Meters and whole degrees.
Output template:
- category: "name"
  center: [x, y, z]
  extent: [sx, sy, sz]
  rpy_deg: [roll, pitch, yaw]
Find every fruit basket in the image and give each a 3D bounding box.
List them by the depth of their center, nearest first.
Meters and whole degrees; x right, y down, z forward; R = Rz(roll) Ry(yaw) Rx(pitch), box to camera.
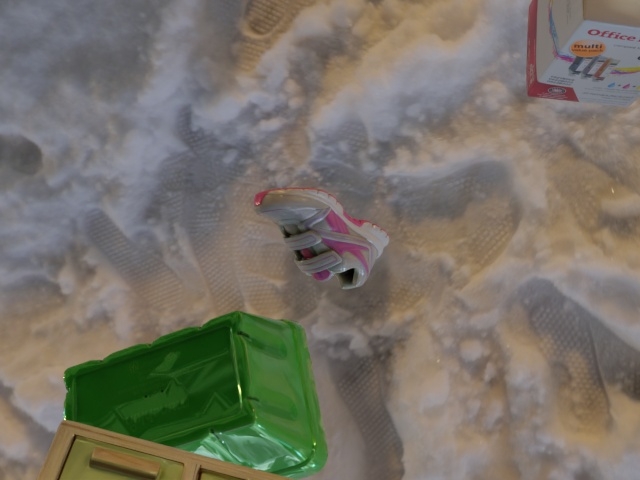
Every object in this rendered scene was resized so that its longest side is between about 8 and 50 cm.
- category: "fruit basket"
  center: [-0.170, 0.271, 1.168]
  extent: [0.392, 0.392, 0.283]
  rpy_deg: [-27, 55, 22]

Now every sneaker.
- category: "sneaker"
  center: [0.000, 0.000, 1.162]
  extent: [0.103, 0.252, 0.111]
  rpy_deg: [-13, 57, 53]

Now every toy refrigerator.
- category: "toy refrigerator"
  center: [-0.081, 0.229, 0.561]
  extent: [0.269, 0.102, 0.094]
  rpy_deg: [17, 130, -8]

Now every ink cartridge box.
- category: "ink cartridge box"
  center: [0.314, -0.243, 0.815]
  extent: [0.128, 0.176, 0.127]
  rpy_deg: [6, 76, -1]
